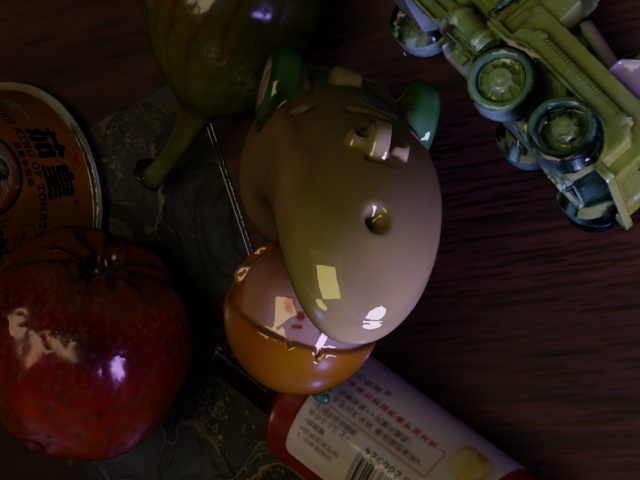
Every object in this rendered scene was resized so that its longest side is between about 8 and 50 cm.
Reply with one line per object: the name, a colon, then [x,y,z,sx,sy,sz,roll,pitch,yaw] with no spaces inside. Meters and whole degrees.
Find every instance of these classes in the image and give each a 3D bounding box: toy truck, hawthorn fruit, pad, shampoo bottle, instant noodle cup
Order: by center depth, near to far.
toy truck: [0.145,-0.136,1.126,0.135,0.128,0.259,-45,64,0]
shampoo bottle: [0.034,0.146,1.207,0.278,0.104,0.104,35,111,28]
hawthorn fruit: [-0.190,0.096,1.323,0.179,0.179,0.200,30,128,30]
pad: [-0.142,0.072,1.385,0.248,0.007,0.367,-24,78,33]
instant noodle cup: [-0.318,-0.028,1.394,0.216,0.172,0.215,3,95,35]

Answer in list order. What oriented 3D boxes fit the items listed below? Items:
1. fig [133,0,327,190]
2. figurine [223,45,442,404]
fig: [-0.097,-0.135,1.262,0.151,0.151,0.259,41,115,26]
figurine: [0.000,0.000,1.124,0.124,0.324,0.222,16,109,-12]
